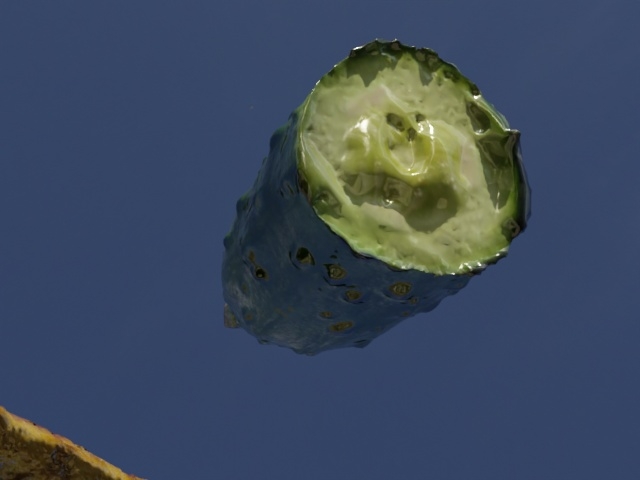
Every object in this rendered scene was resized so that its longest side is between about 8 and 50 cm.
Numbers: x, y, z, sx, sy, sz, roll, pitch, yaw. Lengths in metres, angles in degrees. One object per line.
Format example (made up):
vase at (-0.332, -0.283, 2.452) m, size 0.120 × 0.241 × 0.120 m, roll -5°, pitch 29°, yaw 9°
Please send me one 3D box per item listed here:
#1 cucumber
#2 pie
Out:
cucumber at (0.003, 0.002, 0.969) m, size 0.134 × 0.244 × 0.134 m, roll 10°, pitch -116°, yaw -22°
pie at (-0.144, 0.129, 0.919) m, size 0.092 × 0.034 × 0.170 m, roll -33°, pitch -49°, yaw 24°
